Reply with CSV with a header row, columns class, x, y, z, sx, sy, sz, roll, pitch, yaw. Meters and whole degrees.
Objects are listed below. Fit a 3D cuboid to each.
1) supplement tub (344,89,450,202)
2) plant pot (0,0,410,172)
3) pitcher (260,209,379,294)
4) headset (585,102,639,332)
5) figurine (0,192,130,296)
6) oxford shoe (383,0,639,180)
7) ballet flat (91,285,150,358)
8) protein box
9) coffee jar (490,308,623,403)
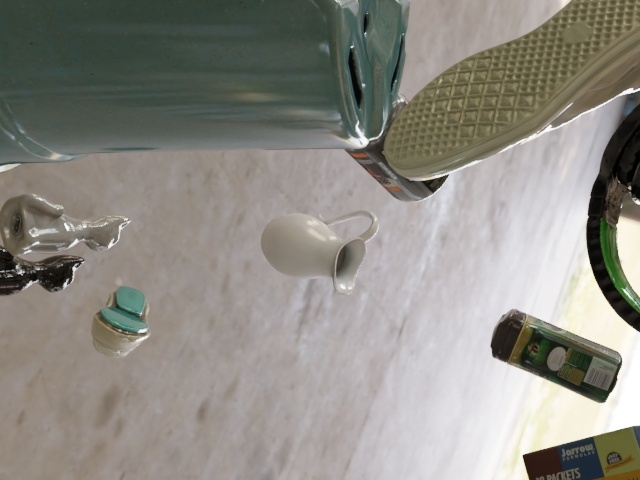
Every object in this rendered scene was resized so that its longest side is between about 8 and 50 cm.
class,x,y,z,sx,sy,sz,roll,pitch,yaw
supplement tub,0.100,-0.148,1.370,0.190,0.117,0.117,40,67,-39
plant pot,-0.113,-0.206,0.720,0.341,0.334,0.341,5,90,-76
pitcher,0.000,0.000,1.840,0.178,0.207,0.125,-54,139,-21
headset,0.379,-0.090,0.885,0.185,0.243,0.394,17,86,-52
figurine,-0.426,0.013,1.485,0.215,0.092,0.209,-36,156,29
oxford shoe,0.293,-0.200,1.259,0.449,0.169,0.130,-32,141,0
ballet flat,-0.296,0.133,1.404,0.248,0.086,0.086,-112,-142,-81
protein box,0.355,0.316,1.059,0.200,0.136,0.201,9,62,-50
coffee jar,0.339,0.165,1.380,0.096,0.184,0.079,-16,128,-75
